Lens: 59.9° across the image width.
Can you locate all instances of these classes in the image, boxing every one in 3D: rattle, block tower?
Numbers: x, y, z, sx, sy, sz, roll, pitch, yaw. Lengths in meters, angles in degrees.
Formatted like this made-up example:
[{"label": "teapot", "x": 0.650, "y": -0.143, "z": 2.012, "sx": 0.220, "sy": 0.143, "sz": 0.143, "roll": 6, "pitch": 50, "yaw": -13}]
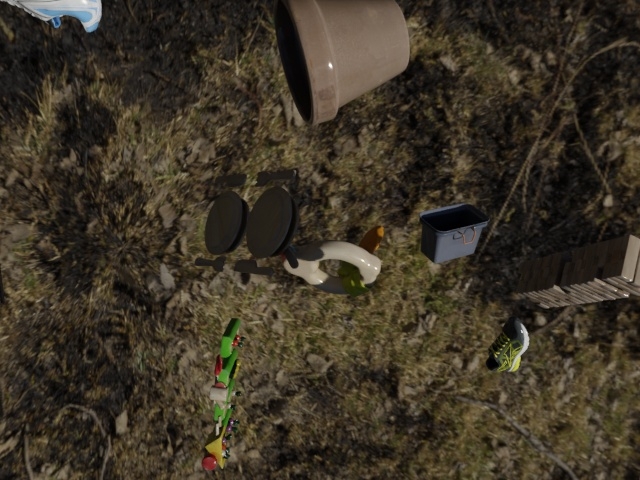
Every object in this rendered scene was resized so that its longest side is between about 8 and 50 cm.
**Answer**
[{"label": "rattle", "x": 0.000, "y": 0.000, "z": 0.892, "sx": 0.200, "sy": 0.130, "sz": 0.142, "roll": 16, "pitch": 70, "yaw": -1}, {"label": "block tower", "x": 0.562, "y": 0.078, "z": 1.206, "sx": 0.091, "sy": 0.335, "sz": 0.097, "roll": 25, "pitch": 74, "yaw": -10}]

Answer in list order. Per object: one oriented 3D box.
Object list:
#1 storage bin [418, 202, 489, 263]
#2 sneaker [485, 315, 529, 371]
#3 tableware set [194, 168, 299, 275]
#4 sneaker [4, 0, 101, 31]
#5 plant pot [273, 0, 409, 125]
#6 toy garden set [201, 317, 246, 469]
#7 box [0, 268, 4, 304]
[{"label": "storage bin", "x": 0.273, "y": -0.008, "z": 1.148, "sx": 0.135, "sy": 0.098, "sz": 0.091, "roll": -14, "pitch": 126, "yaw": -22}, {"label": "sneaker", "x": 0.207, "y": 0.120, "z": 0.622, "sx": 0.035, "sy": 0.031, "sz": 0.083, "roll": -11, "pitch": 125, "yaw": -12}, {"label": "tableware set", "x": -0.084, "y": -0.018, "z": 0.692, "sx": 0.039, "sy": 0.194, "sz": 0.128, "roll": 18, "pitch": 81, "yaw": -38}, {"label": "sneaker", "x": -0.511, "y": -0.429, "z": 0.985, "sx": 0.237, "sy": 0.085, "sz": 0.086, "roll": 12, "pitch": 114, "yaw": -4}, {"label": "plant pot", "x": 0.049, "y": -0.387, "z": 1.124, "sx": 0.230, "sy": 0.263, "sz": 0.262, "roll": -16, "pitch": 95, "yaw": -7}, {"label": "toy garden set", "x": -0.180, "y": 0.303, "z": 1.093, "sx": 0.049, "sy": 0.204, "sz": 0.244, "roll": 7, "pitch": 102, "yaw": -1}, {"label": "box", "x": -0.650, "y": 0.046, "z": 0.935, "sx": 0.201, "sy": 0.021, "sz": 0.164, "roll": -10, "pitch": 84, "yaw": -9}]
